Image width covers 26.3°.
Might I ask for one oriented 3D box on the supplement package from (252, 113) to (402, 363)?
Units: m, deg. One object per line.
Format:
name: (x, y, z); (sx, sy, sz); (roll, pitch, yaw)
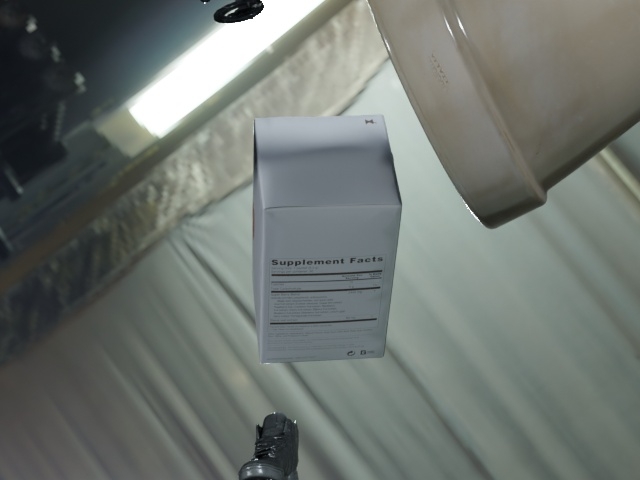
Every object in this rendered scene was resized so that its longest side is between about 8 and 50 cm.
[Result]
supplement package: (0.000, 0.000, 1.802); (0.175, 0.177, 0.293); (-2, -45, -6)

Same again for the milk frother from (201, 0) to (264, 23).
milk frother: (-0.125, -0.371, 1.817); (0.129, 0.143, 0.135); (-42, -59, -1)

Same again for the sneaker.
sneaker: (-0.056, 0.235, 1.550); (0.051, 0.089, 0.170); (-8, -17, 13)

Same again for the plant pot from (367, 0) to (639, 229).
plant pot: (0.223, -0.211, 1.312); (0.280, 0.323, 0.323); (-25, -11, 15)
